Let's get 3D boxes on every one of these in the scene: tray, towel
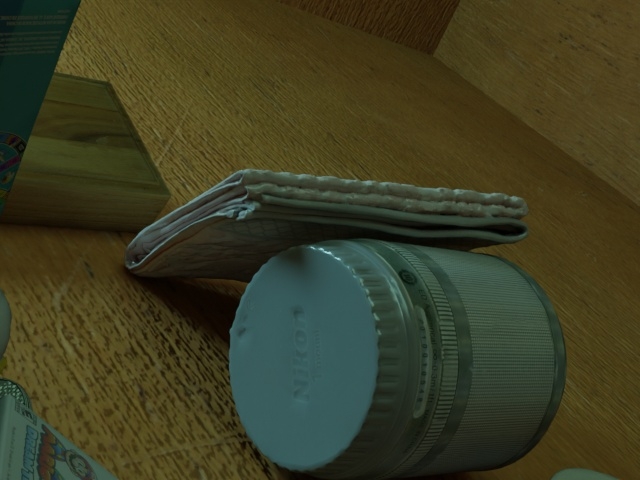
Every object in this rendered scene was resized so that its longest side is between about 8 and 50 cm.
[{"bbox_3d":[-0.378,-0.117,1.179,0.411,0.076,0.203,5,44,-47],"label":"tray"},{"bbox_3d":[0.000,0.000,1.134,0.332,0.053,0.317,4,-14,-28],"label":"towel"}]

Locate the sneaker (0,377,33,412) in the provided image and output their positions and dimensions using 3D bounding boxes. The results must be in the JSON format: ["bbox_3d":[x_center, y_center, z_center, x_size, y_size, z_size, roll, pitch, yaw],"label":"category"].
[{"bbox_3d":[-0.248,0.146,0.719,0.088,0.092,0.225,26,19,0],"label":"sneaker"}]

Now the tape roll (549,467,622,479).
[{"bbox_3d":[0.324,0.340,0.876,0.392,0.072,0.392,33,14,-9],"label":"tape roll"}]

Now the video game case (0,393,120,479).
[{"bbox_3d":[-0.159,0.184,0.697,0.143,0.019,0.157,46,7,-24],"label":"video game case"}]

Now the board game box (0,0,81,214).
[{"bbox_3d":[-0.315,-0.034,0.731,0.079,0.336,0.254,31,20,12],"label":"board game box"}]

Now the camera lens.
[{"bbox_3d":[0.081,0.113,1.019,0.274,0.219,0.219,7,27,-43],"label":"camera lens"}]

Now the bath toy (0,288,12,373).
[{"bbox_3d":[-0.309,0.084,0.581,0.151,0.129,0.348,5,25,31],"label":"bath toy"}]
